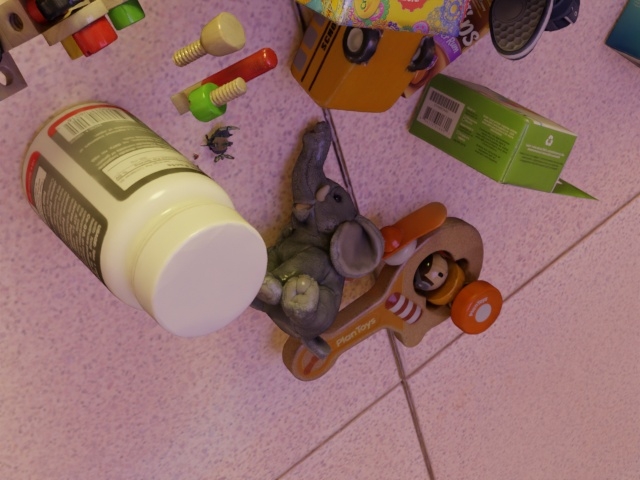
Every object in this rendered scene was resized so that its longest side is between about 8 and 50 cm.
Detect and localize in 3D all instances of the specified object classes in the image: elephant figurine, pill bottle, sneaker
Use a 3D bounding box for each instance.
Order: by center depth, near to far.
[{"bbox_3d":[-0.190,-0.024,1.248,0.161,0.283,0.161,-23,132,-29],"label":"pill bottle"},{"bbox_3d":[0.000,0.000,1.552,0.239,0.169,0.186,-56,171,-19],"label":"elephant figurine"},{"bbox_3d":[0.296,-0.307,1.579,0.163,0.086,0.226,50,46,-52],"label":"sneaker"}]

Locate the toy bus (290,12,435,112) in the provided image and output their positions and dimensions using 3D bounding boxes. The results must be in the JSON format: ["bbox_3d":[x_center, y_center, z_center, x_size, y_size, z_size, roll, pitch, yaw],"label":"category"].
[{"bbox_3d":[0.089,-0.306,1.367,0.108,0.130,0.332,1,129,-37],"label":"toy bus"}]

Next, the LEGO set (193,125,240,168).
[{"bbox_3d":[-0.135,-0.115,1.438,0.083,0.023,0.054,-30,134,-5],"label":"LEGO set"}]

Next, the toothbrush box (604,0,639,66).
[{"bbox_3d":[0.619,-0.387,1.840,0.216,0.126,0.295,16,107,-46],"label":"toothbrush box"}]

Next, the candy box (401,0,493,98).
[{"bbox_3d":[0.153,-0.290,1.546,0.187,0.053,0.109,-41,137,-14],"label":"candy box"}]

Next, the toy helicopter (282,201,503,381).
[{"bbox_3d":[0.094,0.081,1.698,0.355,0.140,0.235,-32,133,-18],"label":"toy helicopter"}]

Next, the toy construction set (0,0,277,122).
[{"bbox_3d":[-0.230,-0.218,1.159,0.237,0.257,0.309,-22,132,34],"label":"toy construction set"}]

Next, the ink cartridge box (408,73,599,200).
[{"bbox_3d":[0.282,-0.146,1.663,0.255,0.189,0.097,6,113,-46],"label":"ink cartridge box"}]

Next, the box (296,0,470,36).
[{"bbox_3d":[0.038,-0.397,1.192,0.177,0.279,0.290,-3,120,-41],"label":"box"}]
